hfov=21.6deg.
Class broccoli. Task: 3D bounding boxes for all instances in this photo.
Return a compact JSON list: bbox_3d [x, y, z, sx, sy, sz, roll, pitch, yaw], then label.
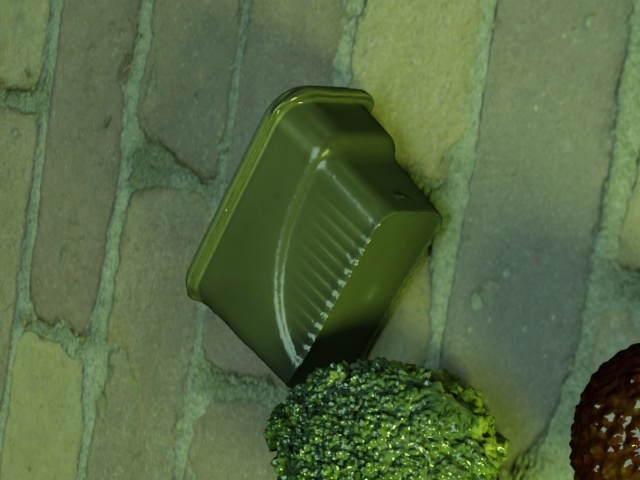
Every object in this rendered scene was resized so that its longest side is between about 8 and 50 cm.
[{"bbox_3d":[0.060,0.205,1.538,0.226,0.176,0.198,-3,68,56],"label":"broccoli"}]

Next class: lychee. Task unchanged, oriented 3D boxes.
[{"bbox_3d":[0.281,0.161,1.295,0.194,0.194,0.194,-4,84,47],"label":"lychee"}]

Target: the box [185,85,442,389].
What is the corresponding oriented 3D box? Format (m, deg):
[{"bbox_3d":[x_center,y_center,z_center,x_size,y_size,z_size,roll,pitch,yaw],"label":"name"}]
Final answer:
[{"bbox_3d":[0.000,0.000,1.658,0.178,0.138,0.274,47,123,32],"label":"box"}]
